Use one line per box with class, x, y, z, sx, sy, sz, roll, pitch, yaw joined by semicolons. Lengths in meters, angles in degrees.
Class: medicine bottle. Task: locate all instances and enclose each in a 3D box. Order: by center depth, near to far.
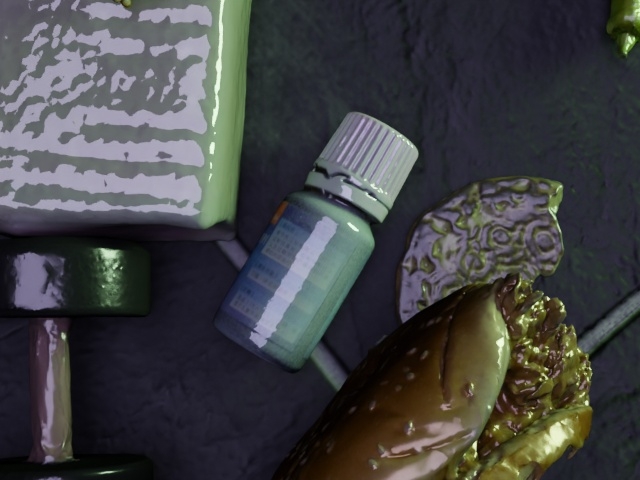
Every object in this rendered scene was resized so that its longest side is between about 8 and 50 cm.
medicine bottle;0.000;0.000;0.917;0.083;0.083;0.203;32;87;5

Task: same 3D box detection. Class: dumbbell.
dumbbell;-0.201;0.111;0.880;0.152;0.152;0.218;-2;85;2

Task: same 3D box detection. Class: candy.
candy;-0.158;-0.175;0.908;0.208;0.145;0.359;5;86;3

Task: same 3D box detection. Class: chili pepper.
chili pepper;0.233;-0.247;0.955;0.049;0.043;0.208;-21;79;26

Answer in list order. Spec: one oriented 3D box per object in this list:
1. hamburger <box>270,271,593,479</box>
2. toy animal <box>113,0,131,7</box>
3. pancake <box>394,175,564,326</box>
hamburger;0.071;0.144;0.816;0.146;0.243;0.286;46;121;1
toy animal;-0.120;-0.203;0.811;0.083;0.060;0.081;-36;87;7
pancake;0.149;0.040;0.941;0.184;0.020;0.190;39;89;5
